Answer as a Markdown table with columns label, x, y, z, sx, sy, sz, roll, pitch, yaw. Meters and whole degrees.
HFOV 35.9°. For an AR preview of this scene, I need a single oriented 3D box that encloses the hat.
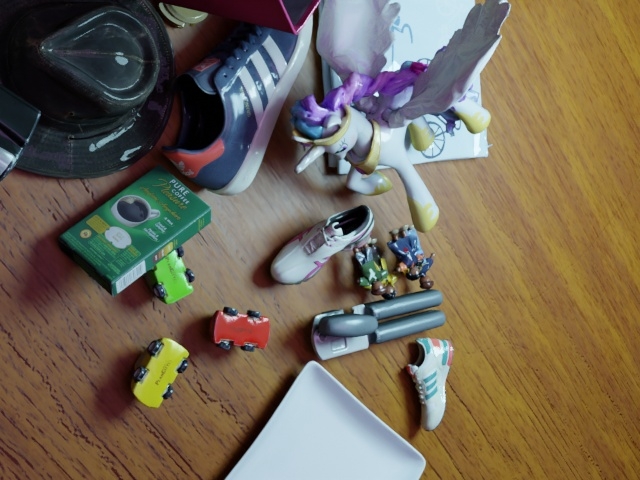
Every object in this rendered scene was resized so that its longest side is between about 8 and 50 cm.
| label | x | y | z | sx | sy | sz | roll | pitch | yaw |
| --- | --- | --- | --- | --- | --- | --- | --- | --- | --- |
| hat | -0.315 | -0.231 | 1.298 | 0.331 | 0.134 | 0.331 | -1 | 93 | -35 |

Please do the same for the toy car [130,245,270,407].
| label | x | y | z | sx | sy | sz | roll | pitch | yaw |
| --- | --- | --- | --- | --- | --- | --- | --- | --- | --- |
| toy car | -0.203 | 0.097 | 1.428 | 0.239 | 0.053 | 0.225 | -28 | 106 | -32 |

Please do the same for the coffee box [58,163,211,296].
| label | x | y | z | sx | sy | sz | roll | pitch | yaw |
| --- | --- | --- | --- | --- | --- | --- | --- | --- | --- |
| coffee box | -0.252 | -0.016 | 1.362 | 0.184 | 0.113 | 0.040 | -41 | 157 | -28 |

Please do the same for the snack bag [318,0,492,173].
| label | x | y | z | sx | sy | sz | roll | pitch | yaw |
| --- | --- | --- | --- | --- | --- | --- | --- | --- | --- |
| snack bag | 0.146 | -0.287 | 1.671 | 0.342 | 0.037 | 0.323 | -9 | 97 | -33 |

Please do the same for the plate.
| label | x | y | z | sx | sy | sz | roll | pitch | yaw |
| --- | --- | --- | --- | --- | --- | --- | --- | --- | --- |
| plate | -0.001 | 0.379 | 1.554 | 0.278 | 0.045 | 0.277 | 43 | 67 | -15 |

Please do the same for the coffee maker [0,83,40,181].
| label | x | y | z | sx | sy | sz | roll | pitch | yaw |
| --- | --- | --- | --- | --- | --- | --- | --- | --- | --- |
| coffee maker | -0.430 | -0.169 | 1.175 | 0.178 | 0.120 | 0.171 | 38 | 67 | -32 |

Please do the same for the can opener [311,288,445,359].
| label | x | y | z | sx | sy | sz | roll | pitch | yaw |
| --- | --- | --- | --- | --- | --- | --- | --- | --- | --- |
| can opener | 0.103 | 0.137 | 1.622 | 0.280 | 0.093 | 0.074 | -10 | 97 | -39 |

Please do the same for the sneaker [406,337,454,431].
| label | x | y | z | sx | sy | sz | roll | pitch | yaw |
| --- | --- | --- | --- | --- | --- | --- | --- | --- | --- |
| sneaker | 0.178 | 0.244 | 1.699 | 0.075 | 0.057 | 0.161 | 12 | 85 | -17 |

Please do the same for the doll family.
| label | x | y | z | sx | sy | sz | roll | pitch | yaw |
| --- | --- | --- | --- | --- | --- | --- | --- | --- | --- |
| doll family | 0.126 | 0.042 | 1.637 | 0.193 | 0.076 | 0.111 | -20 | 83 | -28 |

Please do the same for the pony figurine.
| label | x | y | z | sx | sy | sz | roll | pitch | yaw |
| --- | --- | --- | --- | --- | --- | --- | --- | --- | --- |
| pony figurine | 0.120 | -0.210 | 1.477 | 0.363 | 0.303 | 0.351 | 27 | 92 | -55 |

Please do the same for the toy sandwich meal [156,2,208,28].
| label | x | y | z | sx | sy | sz | roll | pitch | yaw |
| --- | --- | --- | --- | --- | --- | --- | --- | --- | --- |
| toy sandwich meal | -0.199 | -0.348 | 1.438 | 0.085 | 0.029 | 0.085 | 8 | 75 | -32 |

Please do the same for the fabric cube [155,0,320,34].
| label | x | y | z | sx | sy | sz | roll | pitch | yaw |
| --- | --- | --- | --- | --- | --- | --- | --- | --- | --- |
| fabric cube | -0.112 | -0.465 | 1.287 | 0.259 | 0.258 | 0.254 | -60 | 150 | -20 |

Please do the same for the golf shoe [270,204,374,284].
| label | x | y | z | sx | sy | sz | roll | pitch | yaw |
| --- | --- | --- | --- | --- | --- | --- | --- | --- | --- |
| golf shoe | 0.000 | 0.000 | 1.529 | 0.186 | 0.086 | 0.067 | -33 | 70 | -16 |

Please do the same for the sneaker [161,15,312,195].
| label | x | y | z | sx | sy | sz | roll | pitch | yaw |
| --- | --- | --- | --- | --- | --- | --- | --- | --- | --- |
| sneaker | -0.126 | -0.247 | 1.421 | 0.148 | 0.131 | 0.350 | 25 | 77 | -41 |
